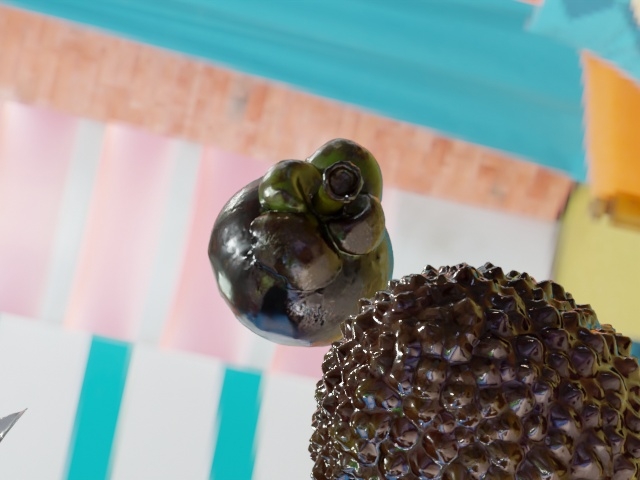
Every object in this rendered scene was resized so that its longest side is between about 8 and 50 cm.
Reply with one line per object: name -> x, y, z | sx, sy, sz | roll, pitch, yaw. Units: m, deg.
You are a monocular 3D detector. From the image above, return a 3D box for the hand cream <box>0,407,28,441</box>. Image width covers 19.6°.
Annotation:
hand cream -> -0.259, 0.158, 1.222 | 0.142, 0.053, 0.084 | -22, 21, 31

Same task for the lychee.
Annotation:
lychee -> 0.100, 0.129, 1.238 | 0.271, 0.271, 0.271 | -167, 90, -82

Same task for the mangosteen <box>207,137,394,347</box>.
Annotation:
mangosteen -> -0.006, 0.003, 1.596 | 0.184, 0.172, 0.172 | -53, 14, 14
